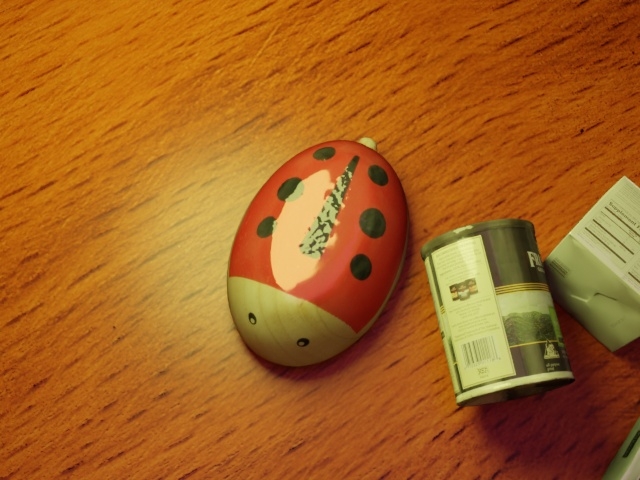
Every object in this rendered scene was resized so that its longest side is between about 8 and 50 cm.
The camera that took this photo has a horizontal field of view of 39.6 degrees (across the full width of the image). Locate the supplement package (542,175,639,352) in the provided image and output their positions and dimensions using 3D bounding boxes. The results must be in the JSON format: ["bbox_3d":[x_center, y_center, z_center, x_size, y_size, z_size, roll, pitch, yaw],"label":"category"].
[{"bbox_3d":[0.506,0.048,1.514,0.145,0.262,0.204,-43,78,-14],"label":"supplement package"}]

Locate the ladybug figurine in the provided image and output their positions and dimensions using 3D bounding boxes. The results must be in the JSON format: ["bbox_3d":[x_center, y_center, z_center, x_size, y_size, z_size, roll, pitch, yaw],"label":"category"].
[{"bbox_3d":[0.000,0.000,1.568,0.305,0.162,0.449,20,72,5],"label":"ladybug figurine"}]

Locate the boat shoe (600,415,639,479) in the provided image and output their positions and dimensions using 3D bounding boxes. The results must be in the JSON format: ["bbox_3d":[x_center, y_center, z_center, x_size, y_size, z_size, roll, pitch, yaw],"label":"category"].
[{"bbox_3d":[0.587,0.349,1.497,0.105,0.113,0.306,37,77,3],"label":"boat shoe"}]

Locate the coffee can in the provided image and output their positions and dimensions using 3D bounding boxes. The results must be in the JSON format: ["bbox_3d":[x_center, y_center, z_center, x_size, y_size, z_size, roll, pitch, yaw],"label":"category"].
[{"bbox_3d":[0.297,0.126,1.515,0.201,0.201,0.275,-9,73,-5],"label":"coffee can"}]
